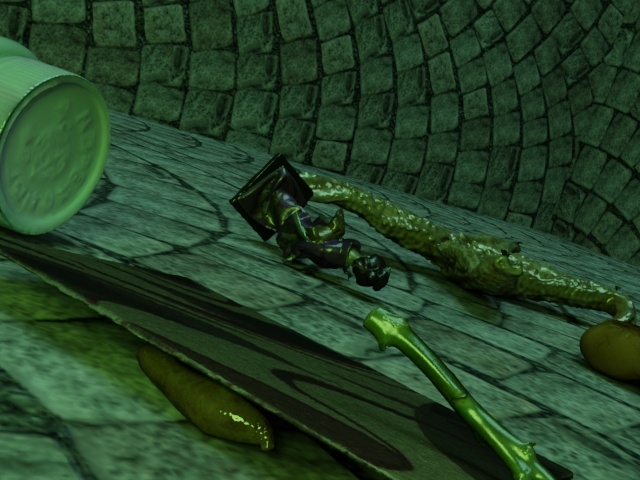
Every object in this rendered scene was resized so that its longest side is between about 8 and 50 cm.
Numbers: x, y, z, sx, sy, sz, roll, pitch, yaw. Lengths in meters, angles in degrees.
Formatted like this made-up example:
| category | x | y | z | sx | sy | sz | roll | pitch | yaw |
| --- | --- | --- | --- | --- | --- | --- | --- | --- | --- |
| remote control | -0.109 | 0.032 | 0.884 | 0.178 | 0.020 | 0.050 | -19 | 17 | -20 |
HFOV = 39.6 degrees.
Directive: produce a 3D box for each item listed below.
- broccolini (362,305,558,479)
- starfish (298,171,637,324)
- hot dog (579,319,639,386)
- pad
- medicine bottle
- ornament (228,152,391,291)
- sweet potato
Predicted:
| category | x | y | z | sx | sy | sz | roll | pitch | yaw |
| --- | --- | --- | --- | --- | --- | --- | --- | --- | --- |
| broccolini | 0.087 | 0.100 | 0.407 | 0.194 | 0.054 | 0.052 | 38 | -16 | 35 |
| starfish | 0.191 | 0.023 | 1.123 | 0.432 | 0.082 | 0.324 | 18 | 10 | -37 |
| hot dog | 0.317 | 0.118 | 0.865 | 0.089 | 0.060 | 0.140 | 6 | 7 | -39 |
| pad | -0.030 | 0.065 | 0.519 | 0.330 | 0.004 | 0.220 | 23 | 2 | 32 |
| medicine bottle | -0.285 | -0.097 | 0.674 | 0.225 | 0.139 | 0.139 | 21 | 8 | 22 |
| ornament | 0.002 | 0.003 | 0.928 | 0.203 | 0.088 | 0.081 | 39 | -5 | 36 |
| sweet potato | -0.063 | 0.072 | 0.428 | 0.026 | 0.026 | 0.115 | 10 | 12 | -47 |
